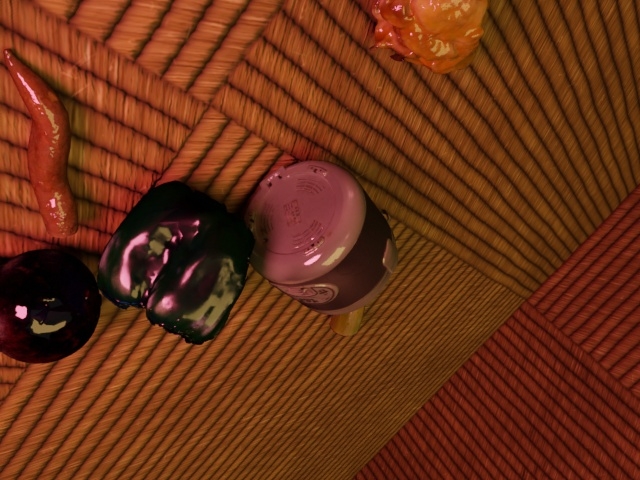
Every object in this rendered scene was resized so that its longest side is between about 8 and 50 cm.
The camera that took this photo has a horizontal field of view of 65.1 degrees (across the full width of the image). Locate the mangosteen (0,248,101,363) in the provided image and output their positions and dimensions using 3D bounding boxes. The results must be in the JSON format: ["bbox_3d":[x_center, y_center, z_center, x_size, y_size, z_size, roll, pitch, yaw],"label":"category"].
[{"bbox_3d":[-0.488,0.110,0.831,0.230,0.194,0.194,-1,133,-8],"label":"mangosteen"}]

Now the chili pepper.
[{"bbox_3d":[-0.245,0.038,0.901,0.257,0.248,0.233,-61,179,-2],"label":"chili pepper"}]

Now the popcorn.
[{"bbox_3d":[0.207,-0.404,0.896,0.253,0.190,0.191,1,120,-36],"label":"popcorn"}]

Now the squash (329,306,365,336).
[{"bbox_3d":[0.091,0.184,1.461,0.095,0.095,0.188,-14,135,-31],"label":"squash"}]

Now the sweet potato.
[{"bbox_3d":[-0.402,-0.136,0.743,0.059,0.067,0.281,-54,160,-55],"label":"sweet potato"}]

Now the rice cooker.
[{"bbox_3d":[0.001,0.003,1.057,0.288,0.288,0.277,-42,144,2],"label":"rice cooker"}]
